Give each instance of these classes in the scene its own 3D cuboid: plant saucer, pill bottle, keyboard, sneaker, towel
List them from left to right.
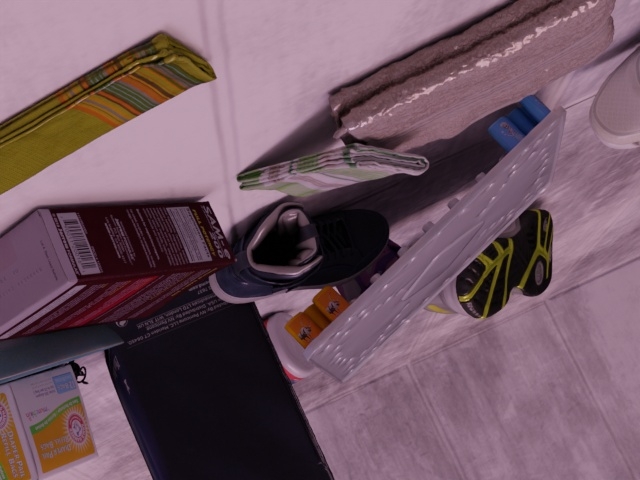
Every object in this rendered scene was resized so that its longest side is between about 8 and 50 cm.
[{"bbox_3d":[-0.351,0.130,1.391,0.318,0.043,0.317,-18,177,-1],"label":"plant saucer"},{"bbox_3d":[-0.334,0.158,1.739,0.100,0.038,0.192,-1,168,-1],"label":"keyboard"},{"bbox_3d":[-0.189,-0.073,1.014,0.237,0.021,0.102,-28,167,11],"label":"towel"},{"bbox_3d":[-0.106,0.194,2.157,0.180,0.108,0.108,-31,168,25],"label":"pill bottle"},{"bbox_3d":[0.000,0.002,1.585,0.226,0.086,0.163,-20,169,-24],"label":"sneaker"},{"bbox_3d":[0.011,-0.061,1.340,0.152,0.023,0.113,-12,167,41],"label":"towel"},{"bbox_3d":[0.070,0.046,1.932,0.104,0.095,0.236,-33,168,-1],"label":"sneaker"},{"bbox_3d":[0.144,-0.152,1.304,0.282,0.049,0.187,-27,169,6],"label":"towel"},{"bbox_3d":[0.253,0.025,2.203,0.147,0.145,0.385,3,-172,31],"label":"sneaker"},{"bbox_3d":[0.400,-0.208,1.498,0.292,0.110,0.118,-38,157,18],"label":"sneaker"}]

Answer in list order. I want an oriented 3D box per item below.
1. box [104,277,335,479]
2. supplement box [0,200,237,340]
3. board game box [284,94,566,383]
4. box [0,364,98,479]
[{"bbox_3d":[-0.134,0.216,1.731,0.183,0.294,0.296,-23,168,-13],"label":"box"},{"bbox_3d":[-0.202,0.025,1.292,0.130,0.073,0.239,-31,166,29],"label":"supplement box"},{"bbox_3d":[0.132,0.010,1.711,0.390,0.050,0.390,-44,168,-2],"label":"board game box"},{"bbox_3d":[-0.350,0.210,1.465,0.203,0.103,0.114,-19,177,25],"label":"box"}]
